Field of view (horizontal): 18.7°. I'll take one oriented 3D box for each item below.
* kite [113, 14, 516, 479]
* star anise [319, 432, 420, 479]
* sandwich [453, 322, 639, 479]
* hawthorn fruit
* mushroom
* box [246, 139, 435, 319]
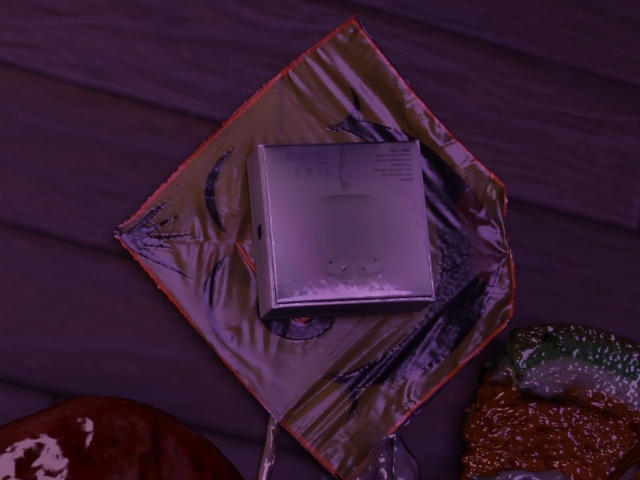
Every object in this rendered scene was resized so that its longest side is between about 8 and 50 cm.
[{"bbox_3d":[-0.001,0.000,1.526,0.327,0.013,0.377,1,79,-14],"label":"kite"},{"bbox_3d":[0.038,0.263,1.447,0.229,0.093,0.236,30,59,-38],"label":"star anise"},{"bbox_3d":[0.206,0.155,1.506,0.185,0.109,0.160,14,73,-8],"label":"sandwich"},{"bbox_3d":[-0.145,0.251,1.359,0.230,0.210,0.266,4,45,-25],"label":"hawthorn fruit"},{"bbox_3d":[-0.039,0.148,1.504,0.026,0.028,0.286,15,74,-4],"label":"mushroom"},{"bbox_3d":[0.016,-0.009,1.498,0.130,0.051,0.129,-2,78,-13],"label":"box"}]
